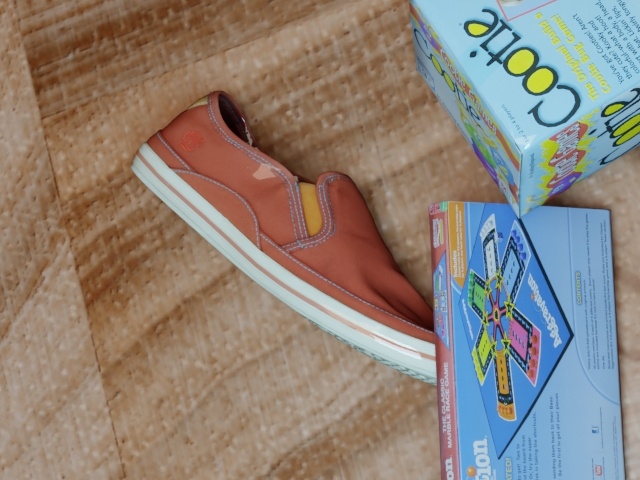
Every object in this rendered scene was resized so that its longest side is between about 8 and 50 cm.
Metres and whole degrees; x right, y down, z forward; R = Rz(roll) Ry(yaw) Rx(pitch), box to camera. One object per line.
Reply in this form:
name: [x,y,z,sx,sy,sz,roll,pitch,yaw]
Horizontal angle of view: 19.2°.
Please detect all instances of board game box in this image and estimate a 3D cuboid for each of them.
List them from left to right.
board game box: [0.148,0.115,1.337,0.027,0.145,0.281,-15,75,59]
board game box: [0.214,-0.160,1.296,0.275,0.142,0.144,-31,73,-5]

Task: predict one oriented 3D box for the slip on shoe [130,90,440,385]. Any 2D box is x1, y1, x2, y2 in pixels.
slip on shoe: [0.000,0.000,1.413,0.331,0.123,0.101,39,93,24]
